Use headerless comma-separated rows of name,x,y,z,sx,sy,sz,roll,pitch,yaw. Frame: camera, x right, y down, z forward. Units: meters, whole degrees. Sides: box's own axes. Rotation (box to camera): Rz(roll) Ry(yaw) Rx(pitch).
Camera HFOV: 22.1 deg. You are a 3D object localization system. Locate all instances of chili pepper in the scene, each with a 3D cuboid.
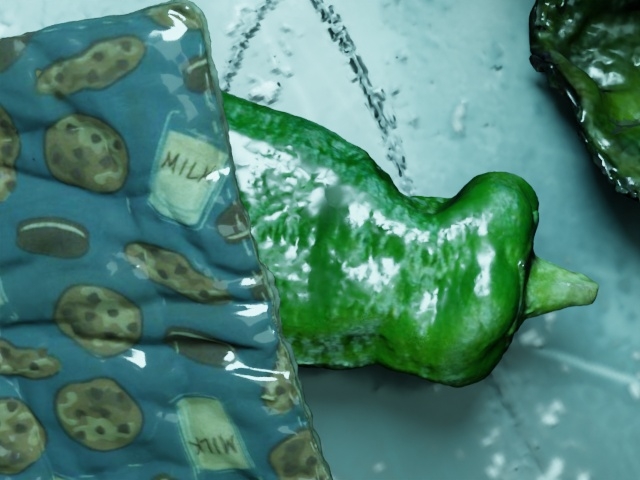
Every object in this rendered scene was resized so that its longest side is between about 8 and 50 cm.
chili pepper,0.000,0.000,0.792,0.270,0.099,0.136,14,73,-3
chili pepper,0.198,-0.136,0.841,0.148,0.116,0.264,12,83,-19

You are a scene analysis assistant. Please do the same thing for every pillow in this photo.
pillow,-0.111,0.031,0.744,0.189,0.034,0.255,-13,105,10
